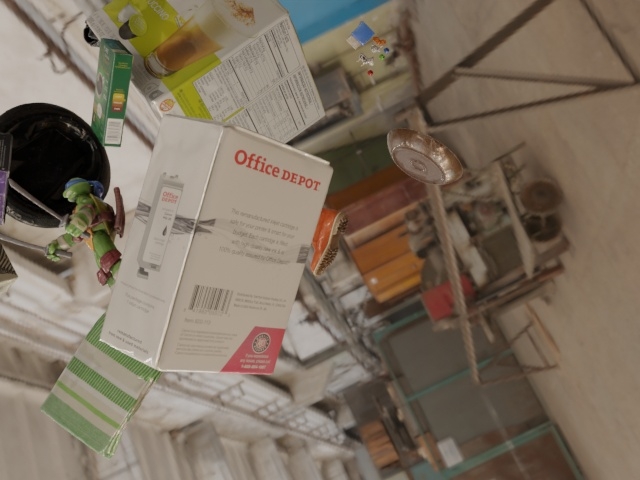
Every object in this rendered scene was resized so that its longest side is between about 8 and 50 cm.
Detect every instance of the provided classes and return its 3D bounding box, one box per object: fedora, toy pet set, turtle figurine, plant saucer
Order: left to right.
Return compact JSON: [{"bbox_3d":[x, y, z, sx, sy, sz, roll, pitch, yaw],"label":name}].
[{"bbox_3d":[-0.673,-0.162,1.906,0.334,0.152,0.334,18,-118,-38],"label":"fedora"},{"bbox_3d":[-0.477,0.019,1.546,0.266,0.198,0.275,55,-152,7],"label":"turtle figurine"},{"bbox_3d":[0.131,-0.498,2.010,0.114,0.065,0.122,43,-128,-15],"label":"toy pet set"},{"bbox_3d":[0.235,-0.186,1.864,0.199,0.036,0.198,28,163,9],"label":"plant saucer"}]

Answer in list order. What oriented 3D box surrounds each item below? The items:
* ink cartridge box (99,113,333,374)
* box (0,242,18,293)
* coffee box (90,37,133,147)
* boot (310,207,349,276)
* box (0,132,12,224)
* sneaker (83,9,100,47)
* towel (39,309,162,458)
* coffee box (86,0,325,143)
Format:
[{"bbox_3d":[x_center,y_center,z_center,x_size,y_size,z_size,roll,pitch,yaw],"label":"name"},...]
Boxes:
[{"bbox_3d":[-0.119,0.011,0.972,0.117,0.283,0.207,17,-179,38],"label":"ink cartridge box"},{"bbox_3d":[-0.903,0.014,2.068,0.113,0.094,0.275,-20,-104,-52],"label":"box"},{"bbox_3d":[-0.399,-0.282,1.526,0.113,0.040,0.184,45,128,52],"label":"coffee box"},{"bbox_3d":[0.000,0.000,1.822,0.085,0.158,0.059,23,-174,23],"label":"boot"},{"bbox_3d":[-0.691,-0.125,1.494,0.153,0.207,0.108,116,150,-43],"label":"box"},{"bbox_3d":[-0.555,-0.548,2.074,0.283,0.124,0.107,-178,69,-79],"label":"sneaker"},{"bbox_3d":[-0.510,0.330,1.946,0.248,0.325,0.038,27,171,27],"label":"towel"},{"bbox_3d":[-0.240,-0.382,1.761,0.337,0.334,0.338,50,173,32],"label":"coffee box"}]
